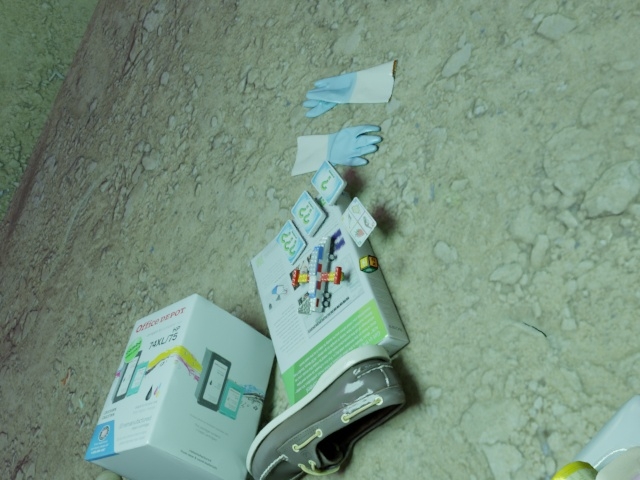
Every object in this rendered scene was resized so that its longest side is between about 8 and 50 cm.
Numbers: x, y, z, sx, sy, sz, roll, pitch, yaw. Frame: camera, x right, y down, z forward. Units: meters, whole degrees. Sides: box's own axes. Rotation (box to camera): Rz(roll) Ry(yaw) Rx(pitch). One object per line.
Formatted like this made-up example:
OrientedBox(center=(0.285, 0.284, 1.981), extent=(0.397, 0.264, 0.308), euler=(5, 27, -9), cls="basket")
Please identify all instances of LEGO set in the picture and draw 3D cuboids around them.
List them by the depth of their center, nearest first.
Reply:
OrientedBox(center=(0.000, 0.000, 1.165), extent=(0.183, 0.060, 0.244), euler=(-55, 42, 21), cls="LEGO set")

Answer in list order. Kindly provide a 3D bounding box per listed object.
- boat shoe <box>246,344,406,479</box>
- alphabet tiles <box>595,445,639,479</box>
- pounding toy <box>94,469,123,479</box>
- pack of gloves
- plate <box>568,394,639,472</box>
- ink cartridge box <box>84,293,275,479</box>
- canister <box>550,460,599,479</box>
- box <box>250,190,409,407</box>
OrientedBox(center=(0.003, 0.292, 1.085), extent=(0.324, 0.116, 0.097), euler=(-48, 50, 24), cls="boat shoe")
OrientedBox(center=(0.392, 0.276, 0.626), extent=(0.277, 0.021, 0.284), euler=(-32, 43, -11), cls="alphabet tiles")
OrientedBox(center=(-0.296, 0.480, 1.322), extent=(0.236, 0.183, 0.110), euler=(6, 54, 52), cls="pounding toy")
OrientedBox(center=(0.026, -0.226, 1.319), extent=(0.232, 0.046, 0.195), euler=(-2, 73, 48), cls="pack of gloves")
OrientedBox(center=(0.330, 0.352, 0.753), extent=(0.278, 0.045, 0.277), euler=(-54, 44, 19), cls="plate")
OrientedBox(center=(-0.231, 0.271, 1.236), extent=(0.198, 0.197, 0.270), euler=(-25, 40, 39), cls="ink cartridge box")
OrientedBox(center=(0.287, 0.324, 0.720), extent=(0.126, 0.073, 0.170), euler=(-56, 41, 13), cls="canister")
OrientedBox(center=(0.002, 0.096, 1.209), extent=(0.232, 0.058, 0.322), euler=(-43, 46, 28), cls="box")
